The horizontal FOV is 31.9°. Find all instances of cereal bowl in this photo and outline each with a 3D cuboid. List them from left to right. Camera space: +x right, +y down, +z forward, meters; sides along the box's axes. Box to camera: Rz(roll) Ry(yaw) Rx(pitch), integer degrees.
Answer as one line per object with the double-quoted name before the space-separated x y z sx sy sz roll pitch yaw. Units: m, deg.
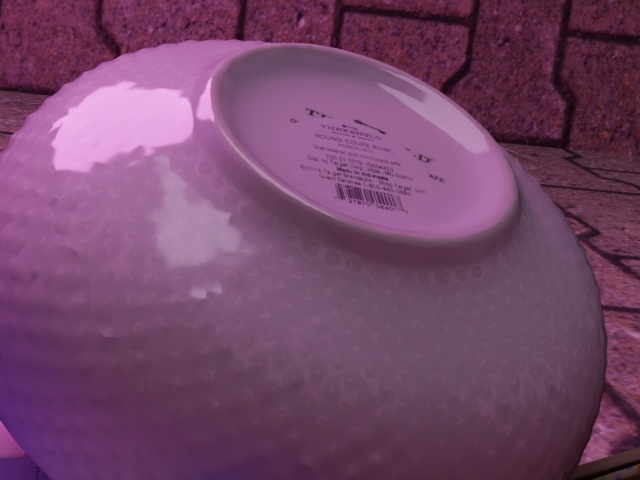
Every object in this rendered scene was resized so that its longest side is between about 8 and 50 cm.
"cereal bowl" 0.000 0.000 0.573 0.339 0.141 0.339 16 35 -12

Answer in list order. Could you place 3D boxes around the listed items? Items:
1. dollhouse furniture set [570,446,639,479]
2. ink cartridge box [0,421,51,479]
"dollhouse furniture set" 0.178 0.198 0.610 0.182 0.161 0.101 -29 29 39
"ink cartridge box" -0.154 0.134 0.587 0.143 0.090 0.092 3 14 -20
